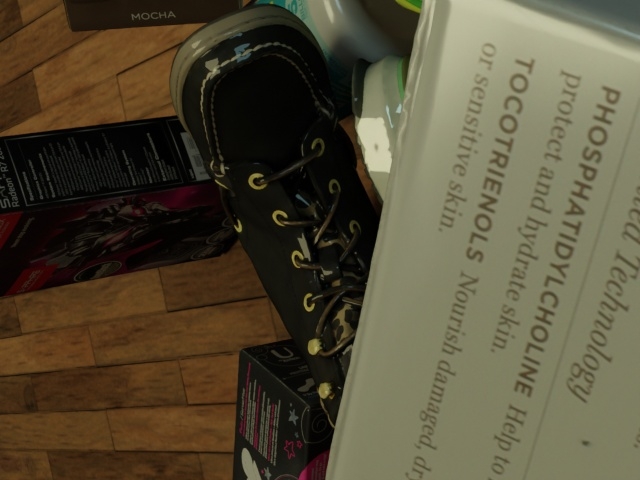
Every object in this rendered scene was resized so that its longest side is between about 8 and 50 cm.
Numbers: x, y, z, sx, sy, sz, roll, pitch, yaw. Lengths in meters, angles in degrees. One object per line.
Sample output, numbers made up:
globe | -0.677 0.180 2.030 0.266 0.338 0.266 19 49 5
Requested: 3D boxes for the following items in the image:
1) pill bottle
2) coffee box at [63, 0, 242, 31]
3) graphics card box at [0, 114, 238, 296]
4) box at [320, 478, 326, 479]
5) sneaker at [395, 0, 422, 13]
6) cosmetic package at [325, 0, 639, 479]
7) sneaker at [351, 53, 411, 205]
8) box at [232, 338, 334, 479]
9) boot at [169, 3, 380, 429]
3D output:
pill bottle | -0.001 -0.185 1.367 0.264 0.146 0.146 -27 78 55
coffee box | -0.162 -0.345 1.405 0.118 0.168 0.297 87 179 -48
graphics card box | -0.231 -0.038 1.546 0.233 0.371 0.094 -44 64 50
box | 0.113 0.316 1.339 0.203 0.167 0.168 25 120 50
sneaker | 0.155 -0.223 1.113 0.296 0.109 0.123 25 149 28
cosmetic package | 0.267 0.026 0.775 0.394 0.329 0.327 23 121 20
sneaker | 0.178 0.008 1.177 0.182 0.158 0.410 -25 95 23
box | 0.011 0.229 1.465 0.142 0.163 0.247 35 127 50
boot | 0.000 0.000 1.223 0.377 0.138 0.284 80 164 -62
